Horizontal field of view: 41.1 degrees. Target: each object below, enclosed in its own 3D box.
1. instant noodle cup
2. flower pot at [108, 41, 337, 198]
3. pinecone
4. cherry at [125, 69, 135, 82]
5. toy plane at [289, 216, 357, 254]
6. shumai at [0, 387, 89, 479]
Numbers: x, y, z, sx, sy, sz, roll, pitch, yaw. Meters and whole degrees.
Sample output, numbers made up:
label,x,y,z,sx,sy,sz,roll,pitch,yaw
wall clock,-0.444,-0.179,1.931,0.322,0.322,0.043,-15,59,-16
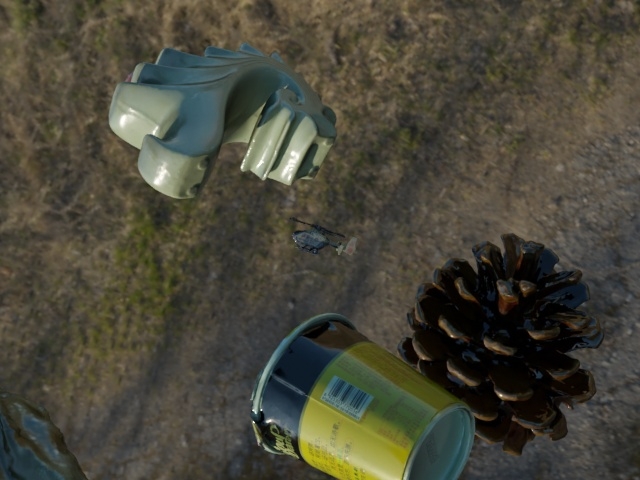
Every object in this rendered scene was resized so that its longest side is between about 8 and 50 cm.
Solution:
label,x,y,z,sx,sy,sz,roll,pitch,yaw
instant noodle cup,0.061,0.229,1.102,0.236,0.215,0.215,22,89,39
flower pot,-0.161,-0.202,1.401,0.254,0.367,0.164,51,132,26
pinecone,0.332,0.154,1.472,0.384,0.384,0.384,-22,58,39
cherry,-0.348,-0.322,1.756,0.090,0.107,0.225,-67,11,-18
toy plane,0.000,0.000,1.387,0.031,0.121,0.049,-127,57,-77
shumai,-0.299,0.256,0.548,0.304,0.263,0.309,10,108,40
